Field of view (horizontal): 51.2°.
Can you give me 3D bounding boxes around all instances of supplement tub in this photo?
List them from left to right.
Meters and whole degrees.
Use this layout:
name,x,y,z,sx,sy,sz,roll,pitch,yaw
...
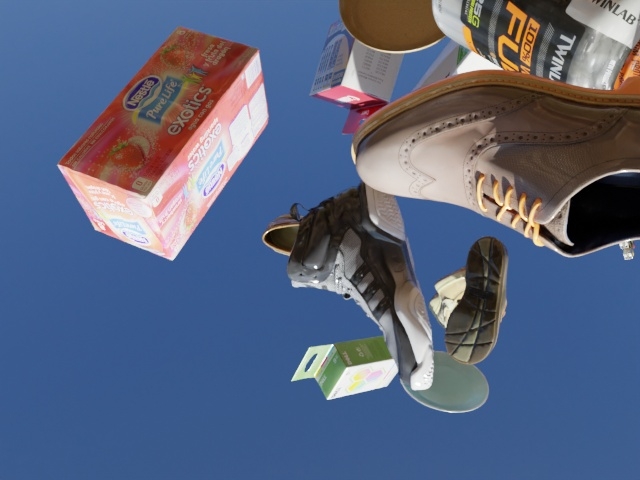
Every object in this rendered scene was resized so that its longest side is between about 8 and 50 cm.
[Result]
name,x,y,z,sx,sy,sz,roll,pitch,yaw
supplement tub,0.330,-0.303,0.890,0.207,0.207,0.338,-31,-127,-21

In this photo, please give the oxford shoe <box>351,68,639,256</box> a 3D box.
name,x,y,z,sx,sy,sz,roll,pitch,yaw
oxford shoe,0.179,-0.063,0.583,0.364,0.130,0.132,1,-130,32

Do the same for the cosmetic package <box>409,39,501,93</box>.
name,x,y,z,sx,sy,sz,roll,pitch,yaw
cosmetic package,0.296,-0.299,1.354,0.155,0.365,0.197,29,-134,-12

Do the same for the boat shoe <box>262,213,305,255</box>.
name,x,y,z,sx,sy,sz,roll,pitch,yaw
boat shoe,0.000,0.000,1.701,0.324,0.122,0.120,1,-166,25

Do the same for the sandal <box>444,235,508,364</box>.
name,x,y,z,sx,sy,sz,roll,pitch,yaw
sandal,0.265,0.100,1.093,0.090,0.219,0.060,16,-168,41

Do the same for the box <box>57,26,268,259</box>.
name,x,y,z,sx,sy,sz,roll,pitch,yaw
box,-0.207,-0.145,0.960,0.142,0.154,0.300,20,-120,16

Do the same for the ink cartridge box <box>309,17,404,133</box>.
name,x,y,z,sx,sy,sz,roll,pitch,yaw
ink cartridge box,0.083,-0.411,1.644,0.130,0.309,0.271,16,-88,-16

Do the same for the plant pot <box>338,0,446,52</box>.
name,x,y,z,sx,sy,sz,roll,pitch,yaw
plant pot,0.150,-0.425,1.177,0.236,0.032,0.236,-5,-111,12

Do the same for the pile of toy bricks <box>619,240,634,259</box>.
name,x,y,z,sx,sy,sz,roll,pitch,yaw
pile of toy bricks,0.667,-0.074,1.411,0.118,0.212,0.105,-12,-148,35

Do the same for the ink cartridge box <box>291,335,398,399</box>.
name,x,y,z,sx,sy,sz,roll,pitch,yaw
ink cartridge box,0.060,0.252,1.320,0.209,0.109,0.062,-3,-134,-33

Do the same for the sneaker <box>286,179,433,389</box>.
name,x,y,z,sx,sy,sz,roll,pitch,yaw
sneaker,0.046,0.061,0.826,0.153,0.101,0.268,-15,-99,7

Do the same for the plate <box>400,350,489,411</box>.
name,x,y,z,sx,sy,sz,roll,pitch,yaw
plate,0.255,0.298,1.394,0.188,0.024,0.188,5,-151,-3

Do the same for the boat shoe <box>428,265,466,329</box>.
name,x,y,z,sx,sy,sz,roll,pitch,yaw
boat shoe,0.272,0.112,1.249,0.105,0.285,0.089,-23,-110,-5
